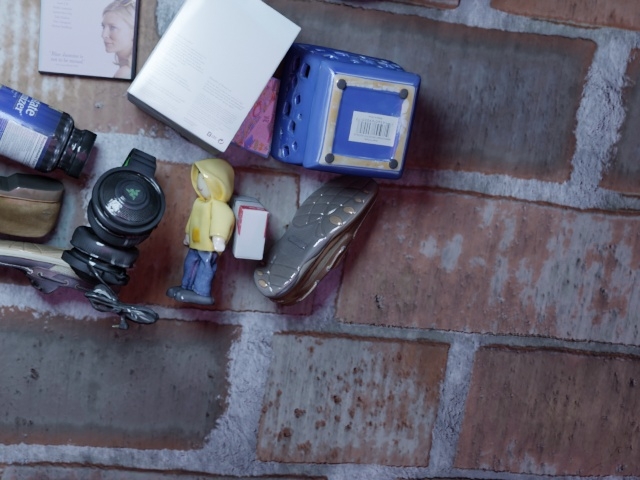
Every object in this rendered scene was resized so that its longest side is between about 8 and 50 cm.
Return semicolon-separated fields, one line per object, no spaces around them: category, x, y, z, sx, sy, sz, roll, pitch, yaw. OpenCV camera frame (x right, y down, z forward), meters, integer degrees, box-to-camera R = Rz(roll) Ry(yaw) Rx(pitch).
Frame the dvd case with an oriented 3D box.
dvd case;-0.429;-0.431;1.869;0.180;0.022;0.253;3;103;-12

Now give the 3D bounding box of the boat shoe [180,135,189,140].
boat shoe;-0.251;-0.259;1.942;0.048;0.042;0.133;3;102;-10

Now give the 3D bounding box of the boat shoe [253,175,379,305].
boat shoe;0.000;0.000;2.035;0.324;0.123;0.116;-45;142;-7

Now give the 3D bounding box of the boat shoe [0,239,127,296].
boat shoe;-0.521;0.060;1.939;0.285;0.103;0.092;10;97;-20

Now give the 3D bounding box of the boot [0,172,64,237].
boot;-0.646;-0.073;1.880;0.305;0.112;0.115;10;113;-16

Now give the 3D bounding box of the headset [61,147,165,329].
headset;-0.350;0.000;1.806;0.185;0.394;0.243;24;121;-14

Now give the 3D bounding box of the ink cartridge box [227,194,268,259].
ink cartridge box;-0.147;-0.028;1.974;0.056;0.135;0.099;6;104;-16

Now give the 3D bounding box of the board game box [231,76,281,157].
board game box;-0.125;-0.253;1.976;0.103;0.026;0.154;20;99;-16

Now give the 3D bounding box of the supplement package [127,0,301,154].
supplement package;-0.199;-0.319;1.826;0.199;0.198;0.263;32;87;-11

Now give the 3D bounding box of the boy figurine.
boy figurine;-0.222;-0.019;1.941;0.092;0.177;0.285;8;96;-27

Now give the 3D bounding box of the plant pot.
plant pot;0.055;-0.236;1.907;0.235;0.212;0.236;5;103;-21

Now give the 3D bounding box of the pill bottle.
pill bottle;-0.534;-0.199;1.856;0.219;0.123;0.123;23;99;-17
